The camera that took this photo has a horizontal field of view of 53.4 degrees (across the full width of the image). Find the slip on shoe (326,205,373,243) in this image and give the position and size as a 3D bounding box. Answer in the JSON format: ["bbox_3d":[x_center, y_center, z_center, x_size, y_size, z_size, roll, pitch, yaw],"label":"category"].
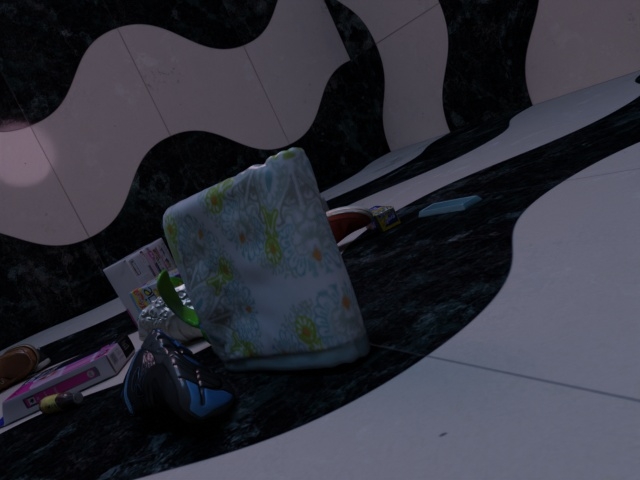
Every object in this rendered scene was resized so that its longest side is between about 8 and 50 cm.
[{"bbox_3d":[0.000,0.000,1.787,0.331,0.101,0.123,-24,-31,14],"label":"slip on shoe"}]

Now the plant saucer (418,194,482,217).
[{"bbox_3d":[0.332,-0.089,1.655,0.067,0.018,0.192,-29,9,-26],"label":"plant saucer"}]

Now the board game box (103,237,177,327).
[{"bbox_3d":[-0.574,0.137,2.151,0.098,0.224,0.303,-26,8,13],"label":"board game box"}]

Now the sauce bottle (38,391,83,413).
[{"bbox_3d":[-0.582,0.362,1.430,0.128,0.042,0.042,-21,10,35],"label":"sauce bottle"}]

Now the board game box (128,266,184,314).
[{"bbox_3d":[-0.377,0.148,1.798,0.275,0.144,0.142,-20,10,32],"label":"board game box"}]

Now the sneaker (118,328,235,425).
[{"bbox_3d":[-0.242,0.250,1.032,0.139,0.125,0.341,-56,20,-12],"label":"sneaker"}]

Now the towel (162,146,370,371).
[{"bbox_3d":[-0.104,0.053,1.033,0.090,0.320,0.375,-25,6,-42],"label":"towel"}]

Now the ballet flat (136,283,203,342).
[{"bbox_3d":[-0.243,0.149,1.509,0.409,0.146,0.147,-27,9,-9],"label":"ballet flat"}]

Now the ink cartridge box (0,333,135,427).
[{"bbox_3d":[-0.668,0.362,1.622,0.371,0.069,0.176,-27,9,3],"label":"ink cartridge box"}]

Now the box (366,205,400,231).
[{"bbox_3d":[0.169,-0.064,1.832,0.059,0.054,0.169,-27,9,-9],"label":"box"}]

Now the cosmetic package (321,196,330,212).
[{"bbox_3d":[-0.041,-0.076,2.339,0.127,0.107,0.238,-23,6,16],"label":"cosmetic package"}]

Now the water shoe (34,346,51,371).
[{"bbox_3d":[-0.987,0.406,2.162,0.203,0.080,0.073,-19,10,35],"label":"water shoe"}]

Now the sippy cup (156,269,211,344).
[{"bbox_3d":[-0.179,0.064,1.322,0.306,0.224,0.240,-28,25,-16],"label":"sippy cup"}]

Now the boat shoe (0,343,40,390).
[{"bbox_3d":[-1.043,0.444,2.062,0.307,0.110,0.104,-33,10,17],"label":"boat shoe"}]
